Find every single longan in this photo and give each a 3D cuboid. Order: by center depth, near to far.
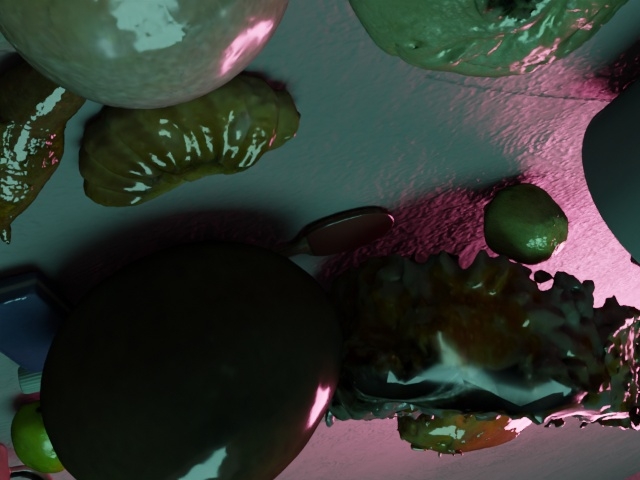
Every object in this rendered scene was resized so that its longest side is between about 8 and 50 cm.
[{"bbox_3d":[-0.122,0.121,1.077,0.300,0.300,0.243,-10,114,-14],"label":"longan"}]

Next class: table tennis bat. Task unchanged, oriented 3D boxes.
[{"bbox_3d":[0.000,0.000,1.156,0.156,0.013,0.087,-19,159,2],"label":"table tennis bat"}]

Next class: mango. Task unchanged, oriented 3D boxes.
[{"bbox_3d":[-0.344,0.252,1.404,0.074,0.091,0.165,-21,158,-16],"label":"mango"}]

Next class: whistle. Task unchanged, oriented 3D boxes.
[{"bbox_3d":[-0.154,-0.151,0.546,0.347,0.189,0.189,-7,159,16],"label":"whistle"}]

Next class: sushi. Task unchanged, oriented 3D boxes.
[{"bbox_3d":[0.172,0.123,1.269,0.417,0.176,0.417,1,169,0],"label":"sushi"}]

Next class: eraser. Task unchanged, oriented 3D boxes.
[{"bbox_3d":[-0.288,0.086,1.132,0.082,0.036,0.225,-16,157,2],"label":"eraser"}]

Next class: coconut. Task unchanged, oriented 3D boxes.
[{"bbox_3d":[0.208,-0.018,1.163,0.088,0.096,0.088,-35,141,-35],"label":"coconut"}]

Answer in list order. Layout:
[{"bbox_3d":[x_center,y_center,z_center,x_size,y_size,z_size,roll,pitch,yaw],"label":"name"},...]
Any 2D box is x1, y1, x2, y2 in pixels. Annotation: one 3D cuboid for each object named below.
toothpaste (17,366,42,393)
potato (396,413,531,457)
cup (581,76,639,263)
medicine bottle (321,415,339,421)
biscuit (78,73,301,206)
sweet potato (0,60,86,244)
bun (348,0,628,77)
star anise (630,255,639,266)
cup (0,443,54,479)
[{"bbox_3d":[-0.188,0.121,1.246,0.296,0.075,0.048,-14,176,1],"label":"toothpaste"},{"bbox_3d":[0.226,0.216,1.564,0.296,0.141,0.191,-18,160,-37],"label":"potato"},{"bbox_3d":[0.388,-0.110,0.912,0.205,0.205,0.312,0,152,-32],"label":"cup"},{"bbox_3d":[0.024,0.182,1.464,0.168,0.105,0.105,0,152,-31],"label":"medicine bottle"},{"bbox_3d":[-0.106,-0.073,0.863,0.183,0.061,0.118,-18,155,6],"label":"biscuit"},{"bbox_3d":[-0.195,-0.095,0.766,0.068,0.068,0.226,4,132,-39],"label":"sweet potato"},{"bbox_3d":[0.120,-0.178,0.704,0.221,0.108,0.221,-14,157,-6],"label":"bun"},{"bbox_3d":[0.461,-0.009,1.300,0.212,0.129,0.282,-16,166,16],"label":"star anise"},{"bbox_3d":[-0.467,0.385,1.484,0.252,0.200,0.191,-3,153,-30],"label":"cup"}]
